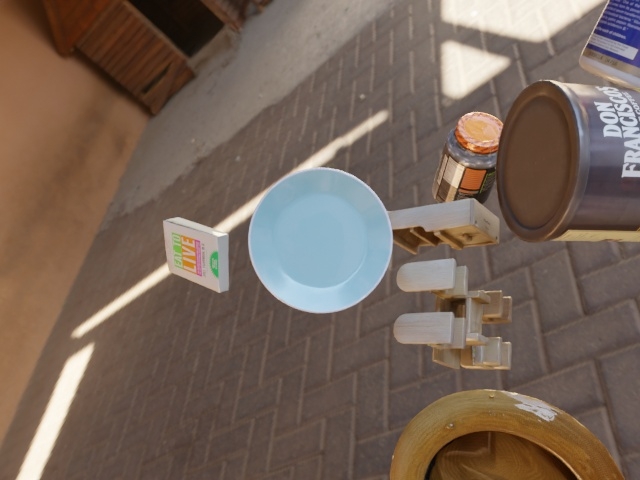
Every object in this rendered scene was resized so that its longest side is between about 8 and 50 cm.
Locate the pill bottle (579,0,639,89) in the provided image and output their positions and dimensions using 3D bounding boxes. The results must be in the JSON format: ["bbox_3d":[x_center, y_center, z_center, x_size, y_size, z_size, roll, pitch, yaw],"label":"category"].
[{"bbox_3d":[0.516,-0.359,0.963,0.153,0.153,0.265,-107,33,-61],"label":"pill bottle"}]

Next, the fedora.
[{"bbox_3d":[0.159,0.213,0.554,0.194,0.194,0.079,-43,-12,15],"label":"fedora"}]

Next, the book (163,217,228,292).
[{"bbox_3d":[-0.206,0.022,1.083,0.144,0.035,0.097,15,111,41],"label":"book"}]

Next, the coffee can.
[{"bbox_3d":[0.398,-0.097,0.838,0.201,0.275,0.202,180,90,-78],"label":"coffee can"}]

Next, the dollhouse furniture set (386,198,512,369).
[{"bbox_3d":[0.183,0.074,1.014,0.160,0.212,0.242,-8,67,37],"label":"dollhouse furniture set"}]

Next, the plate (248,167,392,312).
[{"bbox_3d":[0.000,0.000,0.842,0.188,0.188,0.024,-53,2,-7],"label":"plate"}]

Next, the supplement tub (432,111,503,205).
[{"bbox_3d":[0.291,-0.149,1.259,0.190,0.116,0.117,96,-169,-53],"label":"supplement tub"}]
